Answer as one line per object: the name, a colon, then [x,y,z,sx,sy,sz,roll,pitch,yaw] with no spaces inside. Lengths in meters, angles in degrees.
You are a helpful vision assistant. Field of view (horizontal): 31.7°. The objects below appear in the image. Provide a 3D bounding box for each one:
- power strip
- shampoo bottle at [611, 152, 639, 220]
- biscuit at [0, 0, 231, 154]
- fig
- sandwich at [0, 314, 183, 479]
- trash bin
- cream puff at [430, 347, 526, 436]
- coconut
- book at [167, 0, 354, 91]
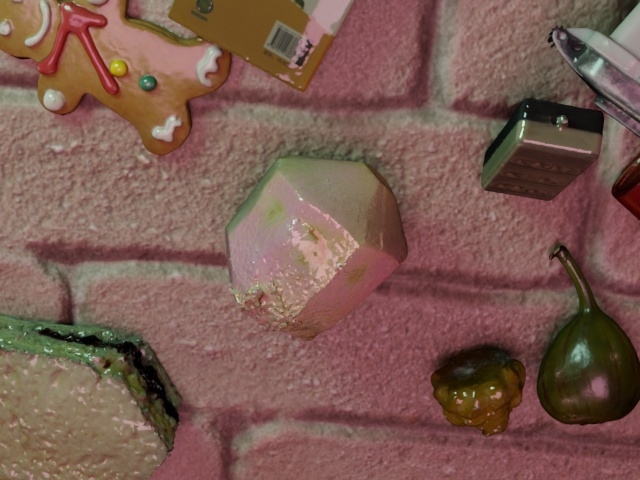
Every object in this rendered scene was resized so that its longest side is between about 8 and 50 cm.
power strip: [0.278,-0.111,1.437,0.105,0.257,0.070,9,78,0]
shampoo bottle: [0.548,-0.011,1.556,0.314,0.076,0.118,38,99,-14]
biscuit: [-0.306,-0.249,1.514,0.340,0.047,0.216,30,111,-11]
fig: [0.385,0.136,1.630,0.151,0.151,0.259,-4,87,5]
sandwich: [-0.372,0.258,1.700,0.325,0.131,0.262,10,113,1]
trash bin: [0.485,-0.280,1.349,0.296,0.256,0.367,38,104,10]
cream puff: [0.236,0.230,1.651,0.146,0.146,0.116,-15,114,10]
coconut: [0.000,0.000,1.514,0.233,0.233,0.245,36,114,-12]
book: [-0.044,-0.359,1.419,0.208,0.020,0.295,30,115,-3]
